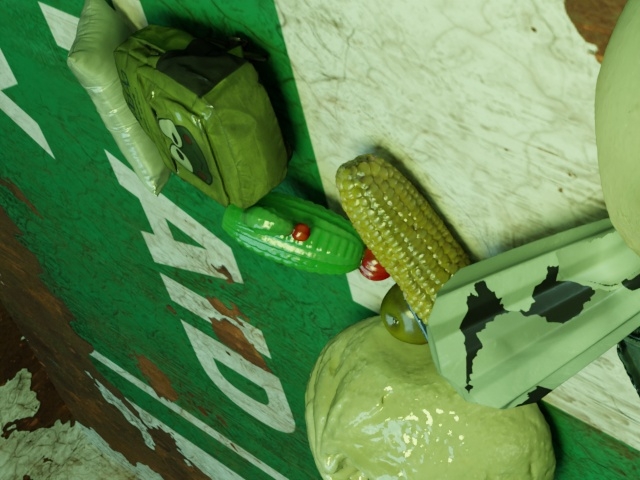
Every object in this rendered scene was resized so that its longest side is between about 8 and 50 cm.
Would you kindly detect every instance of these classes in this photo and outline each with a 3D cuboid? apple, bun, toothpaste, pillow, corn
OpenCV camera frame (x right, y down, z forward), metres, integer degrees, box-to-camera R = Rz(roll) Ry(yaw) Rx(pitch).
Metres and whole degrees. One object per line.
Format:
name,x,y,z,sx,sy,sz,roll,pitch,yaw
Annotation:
apple,0.121,0.090,1.411,0.089,0.074,0.089,36,139,40
bun,0.132,0.278,1.511,0.349,0.227,0.352,-1,131,54
toothpaste,0.125,0.090,1.358,0.083,0.027,0.019,58,169,-5
pillow,-0.262,-0.193,1.494,0.078,0.144,0.254,-8,132,20
corn,0.118,0.020,1.295,0.291,0.101,0.101,50,154,-17

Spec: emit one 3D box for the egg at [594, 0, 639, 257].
egg,0.321,-0.061,0.770,0.337,0.201,0.337,32,153,19

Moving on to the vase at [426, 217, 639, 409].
vase,0.246,0.056,1.094,0.165,0.165,0.360,46,147,-3

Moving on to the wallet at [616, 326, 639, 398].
wallet,0.449,0.217,1.139,0.237,0.075,0.342,13,143,57

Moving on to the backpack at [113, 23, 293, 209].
backpack,-0.146,-0.166,1.370,0.253,0.140,0.207,35,152,38

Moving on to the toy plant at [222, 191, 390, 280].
toy plant,-0.010,-0.003,1.433,0.240,0.088,0.154,18,177,-23
